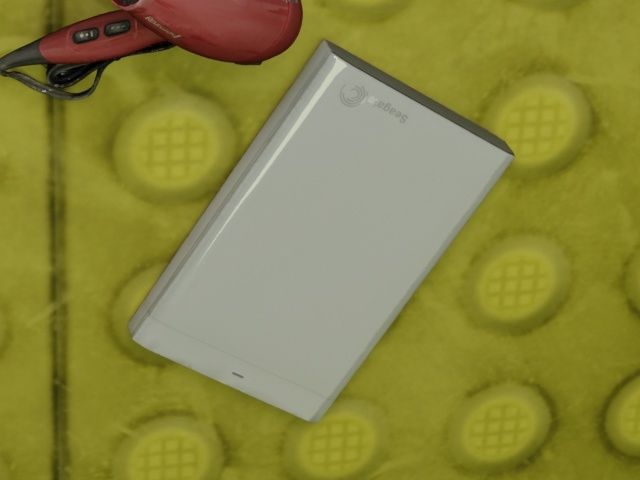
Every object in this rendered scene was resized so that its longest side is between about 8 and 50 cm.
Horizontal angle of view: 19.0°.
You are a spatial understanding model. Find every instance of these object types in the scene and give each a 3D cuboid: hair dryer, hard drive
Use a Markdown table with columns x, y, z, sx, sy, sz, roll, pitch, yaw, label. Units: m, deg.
| x | y | z | sx | sy | sz | roll | pitch | yaw | label |
| --- | --- | --- | --- | --- | --- | --- | --- | --- | --- |
| -0.123 | -0.147 | 1.409 | 0.223 | 0.293 | 0.080 | -15 | 81 | -11 | hair dryer |
| 0.000 | 0.000 | 1.656 | 0.203 | 0.040 | 0.307 | 27 | 109 | -27 | hard drive |
